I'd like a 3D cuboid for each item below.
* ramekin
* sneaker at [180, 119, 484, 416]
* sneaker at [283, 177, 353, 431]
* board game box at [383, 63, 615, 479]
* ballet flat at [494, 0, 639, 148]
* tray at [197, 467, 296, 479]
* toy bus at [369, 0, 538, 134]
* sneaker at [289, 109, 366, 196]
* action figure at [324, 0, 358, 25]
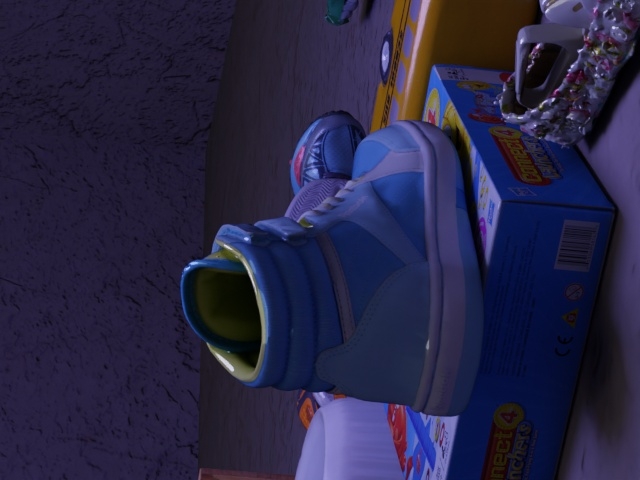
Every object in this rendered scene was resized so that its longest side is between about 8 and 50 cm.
[{"bbox_3d":[0.044,0.265,1.718,0.273,0.127,0.273,-170,90,-83],"label":"ramekin"},{"bbox_3d":[0.000,0.000,1.394,0.319,0.208,0.127,-98,15,-58],"label":"sneaker"},{"bbox_3d":[0.011,0.098,2.051,0.180,0.125,0.321,100,170,-55],"label":"sneaker"},{"bbox_3d":[0.128,0.053,1.501,0.302,0.086,0.308,-106,23,-66],"label":"board game box"},{"bbox_3d":[0.182,-0.147,1.318,0.241,0.077,0.091,108,166,-52],"label":"ballet flat"},{"bbox_3d":[-0.062,0.430,2.100,0.076,0.203,0.411,-96,15,-54],"label":"tray"},{"bbox_3d":[0.104,-0.085,1.682,0.130,0.108,0.332,-106,23,-63],"label":"toy bus"},{"bbox_3d":[0.029,-0.022,2.246,0.125,0.104,0.262,-149,59,-61],"label":"sneaker"},{"bbox_3d":[0.046,-0.352,2.365,0.232,0.063,0.137,114,158,-52],"label":"action figure"}]
